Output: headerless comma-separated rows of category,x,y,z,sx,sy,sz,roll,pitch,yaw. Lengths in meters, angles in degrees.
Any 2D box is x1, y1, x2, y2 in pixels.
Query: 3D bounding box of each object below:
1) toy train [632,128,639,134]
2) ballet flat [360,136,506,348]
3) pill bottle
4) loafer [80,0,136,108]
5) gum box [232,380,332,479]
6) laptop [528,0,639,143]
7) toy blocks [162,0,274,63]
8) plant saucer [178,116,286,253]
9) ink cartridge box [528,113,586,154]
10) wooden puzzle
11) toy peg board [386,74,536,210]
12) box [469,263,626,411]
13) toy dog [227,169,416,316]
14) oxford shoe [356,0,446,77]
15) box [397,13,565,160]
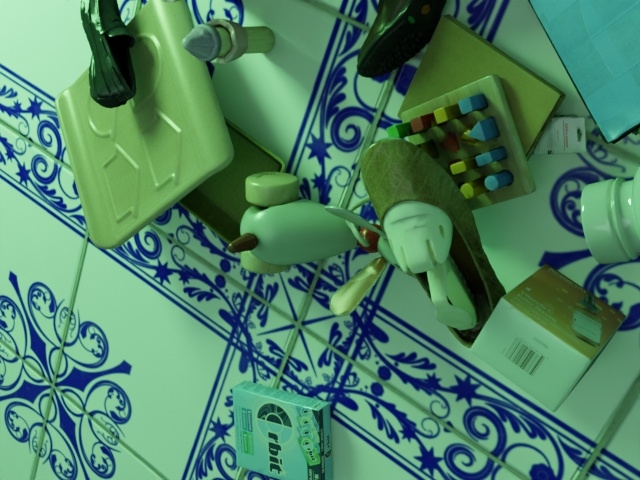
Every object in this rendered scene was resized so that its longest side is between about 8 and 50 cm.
toy train,0.420,-0.139,0.997,0.083,0.017,0.023,6,117,32
ballet flat,0.151,0.022,1.054,0.116,0.124,0.342,-13,131,25
pill bottle,0.432,-0.039,0.946,0.229,0.131,0.131,-11,97,35
loafer,-0.335,-0.325,1.316,0.078,0.076,0.223,-12,80,24
gum box,-0.068,0.342,1.432,0.184,0.041,0.156,7,107,32
laptop,0.304,-0.375,0.837,0.408,0.236,0.382,28,137,-24
toy blocks,-0.141,-0.438,1.132,0.289,0.260,0.308,-31,85,36
plant saucer,-0.148,-0.104,1.359,0.188,0.045,0.188,38,120,20
ink cartridge box,0.307,-0.138,1.062,0.083,0.028,0.048,3,107,33
wooden puzzle,-0.295,-0.192,1.378,0.348,0.081,0.322,-29,73,35
toy peg board,0.175,-0.113,1.079,0.161,0.079,0.161,-17,94,46
box,0.296,0.120,1.054,0.130,0.170,0.091,36,121,20
toy dog,0.000,0.000,1.194,0.334,0.161,0.220,-9,107,29
oxford shoe,0.115,-0.323,1.120,0.227,0.083,0.096,-52,51,34
box,0.208,-0.181,1.094,0.201,0.021,0.164,42,130,25
